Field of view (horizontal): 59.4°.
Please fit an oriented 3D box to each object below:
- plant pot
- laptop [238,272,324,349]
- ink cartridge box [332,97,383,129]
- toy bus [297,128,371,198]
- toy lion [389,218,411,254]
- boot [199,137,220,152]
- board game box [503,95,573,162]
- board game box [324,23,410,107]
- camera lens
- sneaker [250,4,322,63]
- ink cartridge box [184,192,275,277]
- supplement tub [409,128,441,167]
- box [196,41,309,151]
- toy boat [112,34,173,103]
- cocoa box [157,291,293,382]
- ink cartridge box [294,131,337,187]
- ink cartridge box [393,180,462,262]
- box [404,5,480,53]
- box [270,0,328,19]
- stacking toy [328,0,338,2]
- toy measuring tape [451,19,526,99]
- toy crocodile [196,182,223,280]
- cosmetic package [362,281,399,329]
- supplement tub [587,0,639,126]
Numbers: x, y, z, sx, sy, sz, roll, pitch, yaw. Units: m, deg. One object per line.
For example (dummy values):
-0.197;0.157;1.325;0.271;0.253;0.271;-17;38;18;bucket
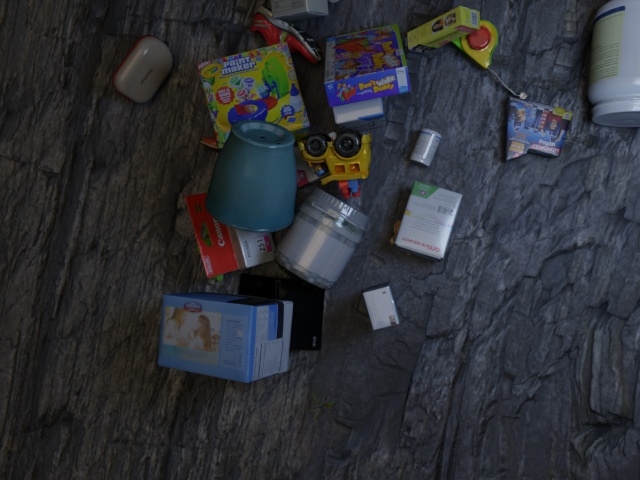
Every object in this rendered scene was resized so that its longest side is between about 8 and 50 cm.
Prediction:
-0.186;-0.202;1.629;0.272;0.271;0.255;20;121;9;plant pot
-0.137;0.236;1.867;0.264;0.137;0.234;3;89;35;laptop
0.123;-0.397;1.741;0.148;0.203;0.085;-10;89;9;ink cartridge box
0.051;-0.230;1.718;0.220;0.149;0.211;-3;104;10;toy bus
0.274;-0.016;1.796;0.100;0.034;0.096;34;87;8;toy lion
-0.325;-0.336;1.892;0.158;0.059;0.084;11;88;1;boot
0.644;-0.323;1.724;0.194;0.060;0.194;17;93;9;board game box
0.135;-0.534;1.689;0.233;0.347;0.078;-9;129;9;board game box
0.000;0.000;1.743;0.219;0.219;0.274;31;94;9;camera lens
-0.113;-0.656;1.854;0.279;0.107;0.118;40;114;11;sneaker
-0.280;-0.040;1.792;0.060;0.239;0.275;-17;89;51;ink cartridge box
0.331;-0.292;1.770;0.071;0.071;0.107;23;93;9;supplement tub
-0.208;-0.435;1.786;0.290;0.177;0.279;-16;86;-3;box
-0.617;-0.595;1.918;0.231;0.151;0.151;-52;53;5;toy boat
-0.294;0.287;1.737;0.347;0.228;0.231;3;89;27;cocoa box
-0.008;-0.259;1.824;0.175;0.072;0.127;-20;86;7;ink cartridge box
0.331;-0.056;1.737;0.154;0.093;0.212;17;80;8;ink cartridge box
0.364;-0.632;1.696;0.232;0.087;0.058;-5;87;54;box
-0.075;-0.844;1.713;0.148;0.121;0.311;5;107;33;box
-0.061;-0.909;1.826;0.330;0.141;0.141;33;94;13;stacking toy
0.534;-0.577;1.726;0.330;0.121;0.121;41;95;2;toy measuring tape
-0.342;-0.037;1.866;0.115;0.105;0.340;-5;86;48;toy crocodile
0.187;0.194;1.702;0.086;0.231;0.117;-16;86;9;cosmetic package
0.895;-0.504;1.596;0.236;0.235;0.324;5;90;10;supplement tub
